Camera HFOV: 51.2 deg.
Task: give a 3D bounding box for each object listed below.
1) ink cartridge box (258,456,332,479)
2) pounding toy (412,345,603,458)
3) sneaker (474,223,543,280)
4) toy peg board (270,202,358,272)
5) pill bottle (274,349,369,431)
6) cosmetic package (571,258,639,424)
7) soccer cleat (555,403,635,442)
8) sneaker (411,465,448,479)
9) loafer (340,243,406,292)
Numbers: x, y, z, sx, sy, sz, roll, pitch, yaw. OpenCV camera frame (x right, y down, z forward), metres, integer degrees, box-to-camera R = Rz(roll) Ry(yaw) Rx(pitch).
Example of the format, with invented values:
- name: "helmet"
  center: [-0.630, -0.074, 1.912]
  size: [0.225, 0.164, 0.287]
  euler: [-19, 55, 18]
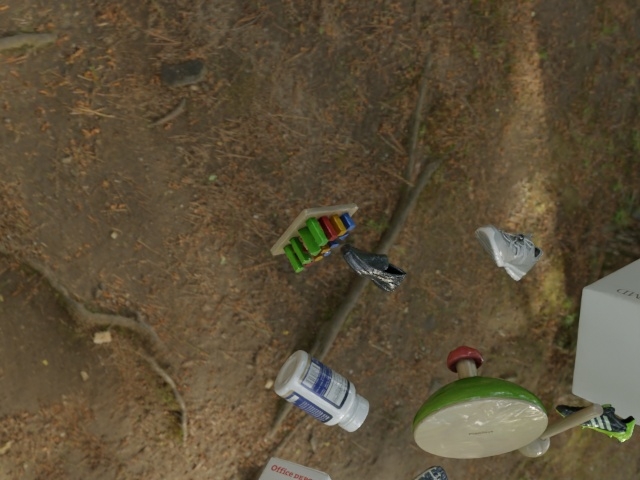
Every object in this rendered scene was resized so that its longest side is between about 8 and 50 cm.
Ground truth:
- name: "ink cartridge box"
  center: [-0.098, 0.728, 1.722]
  size: [0.278, 0.202, 0.117]
  euler: [-57, 134, -33]
- name: "pounding toy"
  center: [0.242, 0.225, 0.953]
  size: [0.237, 0.110, 0.182]
  euler: [9, 138, -14]
- name: "sneaker"
  center: [0.488, 0.008, 1.720]
  size: [0.115, 0.105, 0.281]
  euler: [-41, 146, 14]
- name: "toy peg board"
  center: [0.000, 0.000, 1.509]
  size: [0.161, 0.079, 0.161]
  euler: [-9, 152, -42]
- name: "pill bottle"
  center: [0.005, 0.289, 1.260]
  size: [0.169, 0.094, 0.094]
  euler: [36, 79, -14]
- name: "cosmetic package"
  center: [0.916, 0.258, 1.731]
  size: [0.394, 0.330, 0.327]
  euler: [-17, 115, -35]
- name: "soccer cleat"
  center: [0.637, 0.406, 1.549]
  size: [0.179, 0.060, 0.072]
  euler: [19, 98, 3]
- name: "sneaker"
  center: [0.190, 0.647, 1.625]
  size: [0.283, 0.122, 0.110]
  euler: [-41, 110, -19]
- name: "loafer"
  center: [0.135, 0.059, 1.697]
  size: [0.078, 0.076, 0.223]
  euler: [-41, 132, 18]
